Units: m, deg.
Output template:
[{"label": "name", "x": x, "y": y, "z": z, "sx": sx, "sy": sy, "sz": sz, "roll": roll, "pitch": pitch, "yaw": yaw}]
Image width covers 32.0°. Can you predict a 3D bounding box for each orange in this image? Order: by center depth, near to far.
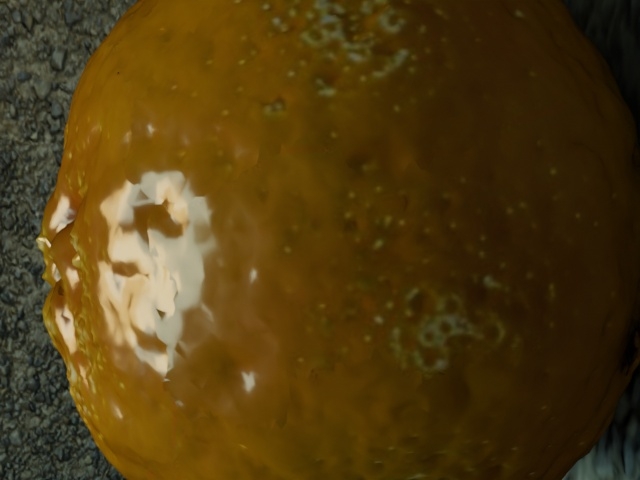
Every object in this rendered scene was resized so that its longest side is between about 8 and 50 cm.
[{"label": "orange", "x": 0.000, "y": 0.000, "z": 0.598, "sx": 0.340, "sy": 0.293, "sz": 0.341, "roll": 174, "pitch": 90, "yaw": -73}]
